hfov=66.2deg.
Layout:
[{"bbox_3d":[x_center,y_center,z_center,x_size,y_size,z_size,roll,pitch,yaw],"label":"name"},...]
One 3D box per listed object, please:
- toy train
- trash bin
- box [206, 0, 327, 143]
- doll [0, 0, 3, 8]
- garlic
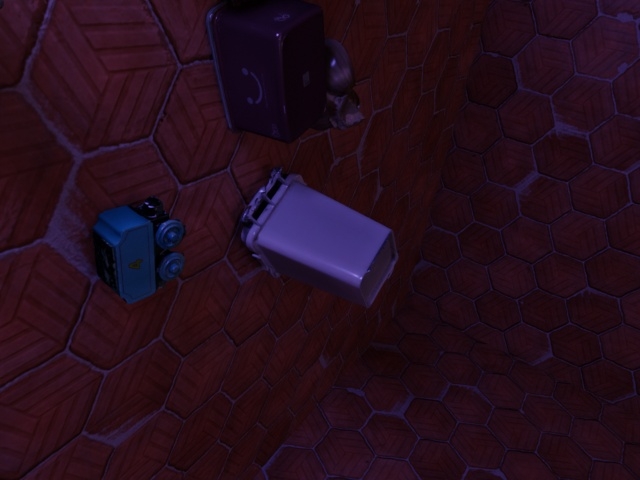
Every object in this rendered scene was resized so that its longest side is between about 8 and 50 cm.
[{"bbox_3d":[-0.345,0.017,0.936,0.154,0.107,0.198,-27,136,-44],"label":"toy train"},{"bbox_3d":[0.000,0.000,1.295,0.256,0.367,0.296,-56,154,-19],"label":"trash bin"},{"bbox_3d":[-0.095,-0.357,1.022,0.193,0.167,0.294,-50,152,-34],"label":"box"},{"bbox_3d":[-0.423,-0.270,0.493,0.155,0.113,0.275,-45,150,-33],"label":"doll"},{"bbox_3d":[0.002,-0.374,1.196,0.160,0.191,0.214,-36,153,1],"label":"garlic"}]
